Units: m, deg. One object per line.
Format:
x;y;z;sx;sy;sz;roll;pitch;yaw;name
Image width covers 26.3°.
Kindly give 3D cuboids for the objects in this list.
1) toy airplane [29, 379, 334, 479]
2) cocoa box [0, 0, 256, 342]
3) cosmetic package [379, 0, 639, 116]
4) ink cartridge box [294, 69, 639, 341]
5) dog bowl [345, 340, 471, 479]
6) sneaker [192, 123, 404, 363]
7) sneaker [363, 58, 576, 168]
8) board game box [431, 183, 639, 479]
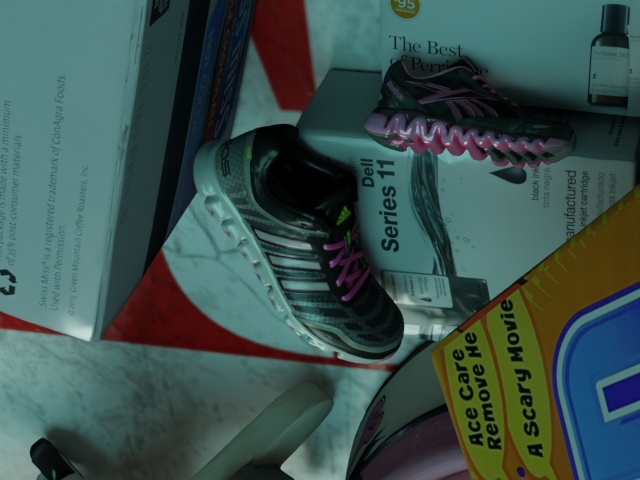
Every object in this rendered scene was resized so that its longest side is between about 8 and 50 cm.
-0.167;0.293;0.982;0.272;0.384;0.386;46;125;-1;toy airplane
-0.163;-0.166;0.754;0.231;0.228;0.347;19;128;7;cocoa box
0.154;-0.126;0.771;0.239;0.060;0.099;7;125;16;cosmetic package
0.094;-0.016;0.853;0.208;0.087;0.153;6;125;18;ink cartridge box
0.180;0.249;0.913;0.408;0.150;0.408;9;113;21;dog bowl
0.000;0.000;0.803;0.075;0.063;0.170;-30;102;43;sneaker
0.085;-0.074;0.761;0.119;0.057;0.047;11;168;16;sneaker
0.331;0.126;0.580;0.356;0.356;0.356;3;148;-36;board game box
